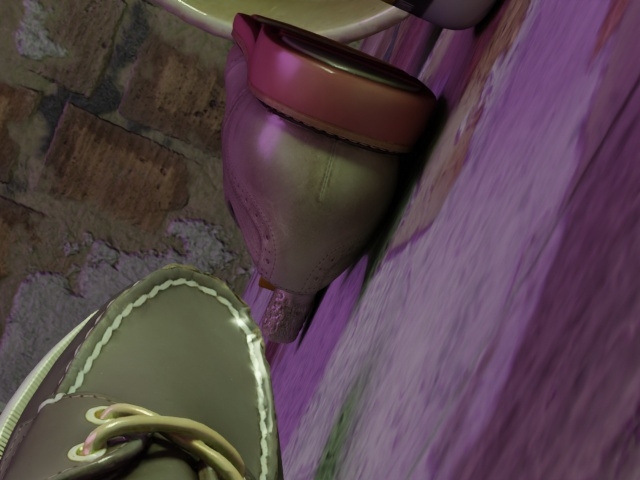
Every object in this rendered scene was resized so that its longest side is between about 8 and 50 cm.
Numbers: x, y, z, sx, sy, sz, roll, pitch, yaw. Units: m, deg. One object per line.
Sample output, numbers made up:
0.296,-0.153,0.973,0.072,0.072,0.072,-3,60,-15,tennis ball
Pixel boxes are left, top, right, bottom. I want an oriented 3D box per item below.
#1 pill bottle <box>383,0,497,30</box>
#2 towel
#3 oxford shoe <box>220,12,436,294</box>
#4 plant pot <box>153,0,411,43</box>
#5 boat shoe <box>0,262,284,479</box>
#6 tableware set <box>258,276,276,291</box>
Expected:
-0.036,-0.253,0.705,0.188,0.334,0.188,-155,90,-87,pill bottle
0.000,0.000,0.982,0.110,0.027,0.148,-63,2,25,towel
-0.015,-0.056,0.846,0.348,0.123,0.130,-79,9,-81,oxford shoe
0.017,-0.340,1.059,0.334,0.334,0.305,-64,-8,29,plant pot
-0.063,0.114,0.449,0.097,0.116,0.324,-57,12,38,boat shoe
-0.006,-0.031,1.101,0.154,0.024,0.104,-63,-13,-5,tableware set
